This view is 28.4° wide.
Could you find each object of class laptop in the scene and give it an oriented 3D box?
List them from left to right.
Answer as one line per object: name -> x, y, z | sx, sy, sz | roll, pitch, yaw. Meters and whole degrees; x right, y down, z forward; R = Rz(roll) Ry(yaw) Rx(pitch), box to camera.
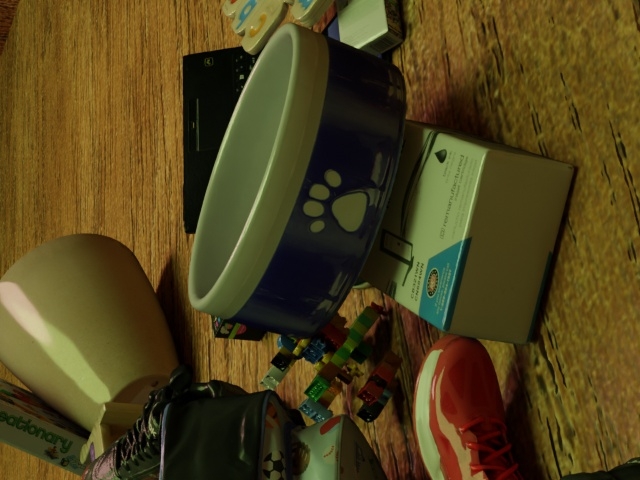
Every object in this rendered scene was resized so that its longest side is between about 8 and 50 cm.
laptop -> -0.043, -0.153, 1.380 | 0.136, 0.264, 0.234 | 61, -156, -64

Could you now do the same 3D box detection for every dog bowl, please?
dog bowl -> -0.025, -0.050, 1.115 | 0.265, 0.104, 0.265 | -161, 90, -76

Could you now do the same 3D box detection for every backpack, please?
backpack -> -0.035, 0.277, 1.106 | 0.263, 0.213, 0.276 | 67, -156, -57

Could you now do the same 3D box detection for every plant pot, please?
plant pot -> -0.311, 0.165, 1.821 | 0.274, 0.256, 0.256 | 42, 123, 44

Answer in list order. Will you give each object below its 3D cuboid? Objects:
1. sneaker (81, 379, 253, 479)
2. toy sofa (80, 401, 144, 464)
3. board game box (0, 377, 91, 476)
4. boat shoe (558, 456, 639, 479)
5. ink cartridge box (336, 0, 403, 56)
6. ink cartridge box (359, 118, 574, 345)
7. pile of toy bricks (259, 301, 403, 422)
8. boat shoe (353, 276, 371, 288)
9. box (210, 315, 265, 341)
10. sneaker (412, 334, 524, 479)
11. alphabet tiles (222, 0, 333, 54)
sneaker -> -0.180, 0.230, 1.445 | 0.276, 0.135, 0.097 | -25, 49, 22
toy sofa -> -0.209, 0.392, 1.585 | 0.362, 0.150, 0.177 | -109, 36, -46
board game box -> -0.379, 0.279, 1.822 | 0.053, 0.305, 0.193 | -62, 24, -4
boat shoe -> 0.150, 0.287, 0.825 | 0.127, 0.113, 0.340 | -118, 42, -53
ink cartridge box -> 0.049, -0.244, 1.307 | 0.063, 0.029, 0.115 | -26, 56, 35
ink cartridge box -> 0.108, -0.015, 1.051 | 0.203, 0.086, 0.148 | -150, 70, -65
pile of toy bricks -> 0.024, 0.104, 1.223 | 0.105, 0.118, 0.212 | -54, 1, -23
boat shoe -> 0.000, 0.000, 1.307 | 0.254, 0.079, 0.095 | 173, 105, -66
box -> -0.091, 0.075, 1.515 | 0.083, 0.062, 0.052 | 119, 148, -41
sneaker -> 0.141, 0.179, 0.948 | 0.128, 0.087, 0.221 | -9, 87, 57
alphabet tiles -> -0.008, -0.339, 1.399 | 0.278, 0.021, 0.284 | -51, 31, 15
